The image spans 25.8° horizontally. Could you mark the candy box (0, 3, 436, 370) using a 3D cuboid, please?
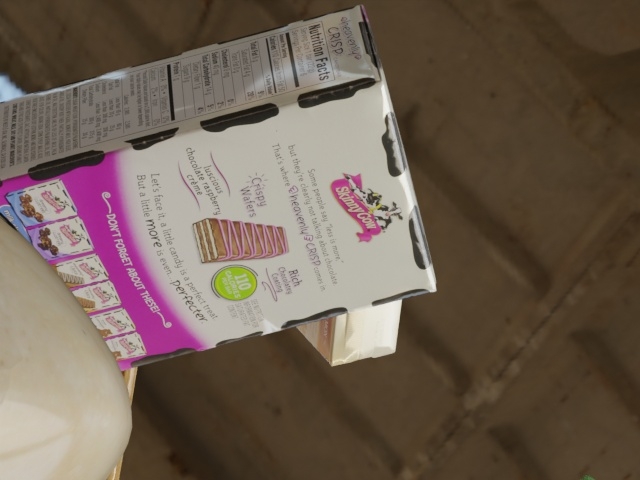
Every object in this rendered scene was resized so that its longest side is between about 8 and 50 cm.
[{"bbox_3d":[-0.067,-0.018,0.750,0.071,0.233,0.159,-100,175,-45],"label":"candy box"}]

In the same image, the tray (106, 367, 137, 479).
[{"bbox_3d":[-0.281,0.253,1.167,0.076,0.203,0.411,9,-91,48],"label":"tray"}]

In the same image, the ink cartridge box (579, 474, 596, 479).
[{"bbox_3d":[0.223,0.369,1.345,0.117,0.278,0.201,38,-73,10],"label":"ink cartridge box"}]

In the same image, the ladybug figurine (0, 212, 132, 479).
[{"bbox_3d":[-0.271,0.083,0.532,0.449,0.305,0.162,-26,-108,30],"label":"ladybug figurine"}]

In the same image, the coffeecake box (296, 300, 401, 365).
[{"bbox_3d":[0.000,0.000,1.238,0.185,0.068,0.142,45,-43,49],"label":"coffeecake box"}]
